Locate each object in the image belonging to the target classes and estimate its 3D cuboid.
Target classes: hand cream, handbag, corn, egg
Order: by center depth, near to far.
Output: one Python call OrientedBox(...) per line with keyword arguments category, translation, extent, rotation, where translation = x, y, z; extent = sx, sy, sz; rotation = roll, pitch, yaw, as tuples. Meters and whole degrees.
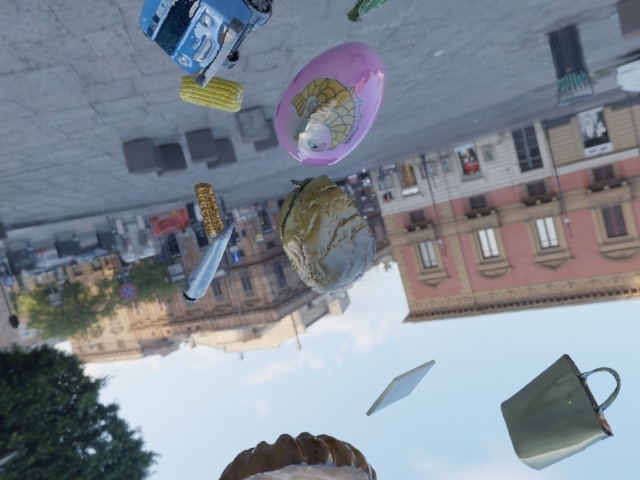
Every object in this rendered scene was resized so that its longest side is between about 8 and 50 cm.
OrientedBox(category="egg", translation=(0.021, -0.279, 0.989), extent=(0.271, 0.196, 0.196), rotation=(-60, 164, 23))
OrientedBox(category="hand cream", translation=(-0.274, 0.055, 1.180), extent=(0.271, 0.058, 0.091), rotation=(-54, -176, 34))
OrientedBox(category="handbag", translation=(0.612, 0.423, 1.226), extent=(0.315, 0.109, 0.241), rotation=(-55, -159, 31))
OrientedBox(category="corn", translation=(-0.286, -0.388, 1.263), extent=(0.165, 0.085, 0.063), rotation=(9, -169, 0))

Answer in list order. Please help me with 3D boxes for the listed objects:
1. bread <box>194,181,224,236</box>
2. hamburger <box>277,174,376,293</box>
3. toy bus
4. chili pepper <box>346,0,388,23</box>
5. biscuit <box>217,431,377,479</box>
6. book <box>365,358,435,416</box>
OrientedBox(category="bread", translation=(-0.304, -0.084, 1.319), extent=(0.052, 0.157, 0.044), rotation=(-9, -168, 26))
OrientedBox(category="hamburger", translation=(0.000, 0.000, 1.171), extent=(0.211, 0.308, 0.132), rotation=(-42, -152, -28))
OrientedBox(category="toy bus", translation=(-0.127, -0.322, 0.622), extent=(0.116, 0.134, 0.234), rotation=(-31, -150, 45))
OrientedBox(category="chili pepper", translation=(0.167, -0.470, 0.731), extent=(0.076, 0.084, 0.359), rotation=(18, 144, -25))
OrientedBox(category="biscuit", translation=(-0.052, 0.482, 0.955), extent=(0.326, 0.325, 0.107), rotation=(-15, -138, 4))
OrientedBox(category="book", translation=(0.178, 0.320, 1.050), extent=(0.172, 0.012, 0.118), rotation=(-2, 130, -50))
